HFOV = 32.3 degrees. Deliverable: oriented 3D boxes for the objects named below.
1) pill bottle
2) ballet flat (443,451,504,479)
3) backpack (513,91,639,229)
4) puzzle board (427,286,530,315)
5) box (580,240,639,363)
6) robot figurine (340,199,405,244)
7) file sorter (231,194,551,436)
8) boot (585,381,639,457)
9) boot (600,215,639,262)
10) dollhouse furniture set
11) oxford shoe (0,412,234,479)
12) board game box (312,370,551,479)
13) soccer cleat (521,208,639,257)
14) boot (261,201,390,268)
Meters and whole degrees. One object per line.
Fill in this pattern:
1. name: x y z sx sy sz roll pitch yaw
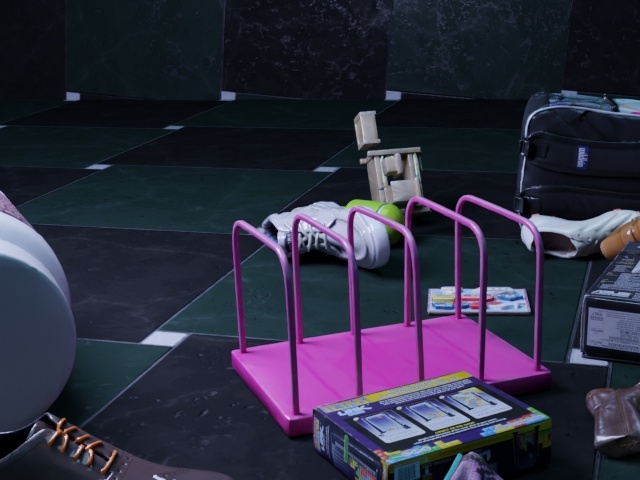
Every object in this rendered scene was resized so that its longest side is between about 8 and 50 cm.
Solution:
1. pill bottle: -0.393 0.056 1.168 0.224 0.224 0.392 -9 16 -23
2. ballet flat: 0.094 0.224 0.803 0.079 0.077 0.221 26 25 20
3. backpack: 0.432 -0.112 1.688 0.253 0.225 0.191 6 22 13
4. puzzle board: 0.203 0.076 1.423 0.128 0.011 0.096 0 16 6
5. box: 0.476 0.078 1.259 0.307 0.077 0.242 6 17 25
6. robot figurine: 0.080 -0.027 1.706 0.115 0.067 0.101 8 6 31
7. file sorter: 0.068 0.061 1.169 0.290 0.182 0.202 -7 16 -19
8. boot: 0.304 0.166 1.033 0.106 0.037 0.114 -13 10 9
9. boot: 0.457 -0.032 1.427 0.220 0.109 0.283 -18 -16 38
10. dollhouse furniture set: 0.134 -0.136 1.787 0.101 0.182 0.161 -6 -10 -14
11. oxford shoe: -0.193 0.193 0.876 0.271 0.098 0.097 -1 15 3
12. board game box: 0.098 0.177 1.000 0.170 0.048 0.141 -10 15 -25
13. soccer cleat: 0.391 -0.004 1.607 0.196 0.068 0.076 -1 30 7
14. boot: 0.000 0.000 1.606 0.123 0.095 0.258 -14 10 -19
